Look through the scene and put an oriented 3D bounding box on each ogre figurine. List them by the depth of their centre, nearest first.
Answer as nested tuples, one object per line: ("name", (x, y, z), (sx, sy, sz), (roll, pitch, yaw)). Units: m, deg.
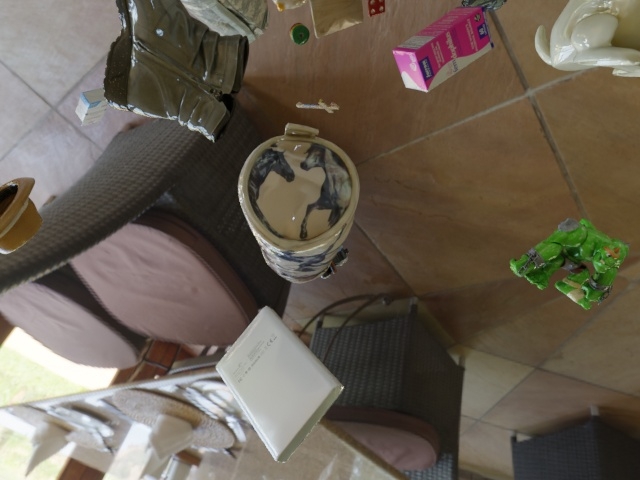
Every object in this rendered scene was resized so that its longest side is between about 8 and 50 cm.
("ogre figurine", (0.407, 0.031, 0.745), (0.196, 0.097, 0.118), (26, 114, -3))

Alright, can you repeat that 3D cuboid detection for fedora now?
("fedora", (-0.609, -0.037, 0.913), (0.194, 0.195, 0.079), (-6, 140, 28))

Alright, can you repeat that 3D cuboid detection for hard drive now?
("hard drive", (-0.106, 0.314, 1.075), (0.307, 0.203, 0.040), (37, 177, 44))

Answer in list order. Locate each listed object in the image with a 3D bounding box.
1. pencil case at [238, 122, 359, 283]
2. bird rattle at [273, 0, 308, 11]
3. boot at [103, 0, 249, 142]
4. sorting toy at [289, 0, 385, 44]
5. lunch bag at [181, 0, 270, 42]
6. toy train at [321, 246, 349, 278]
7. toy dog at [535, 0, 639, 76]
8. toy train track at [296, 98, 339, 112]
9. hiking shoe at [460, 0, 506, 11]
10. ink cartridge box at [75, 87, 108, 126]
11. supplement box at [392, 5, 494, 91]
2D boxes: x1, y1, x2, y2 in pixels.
("pencil case", (-0.035, -0.038, 0.782), (0.159, 0.184, 0.410), (-5, 170, -4))
("bird rattle", (-0.095, -0.907, 1.658), (0.253, 0.207, 0.143), (-16, 159, -4))
("boot", (-0.156, -0.253, 0.555), (0.161, 0.083, 0.247), (15, 109, 2))
("sorting toy", (0.040, -0.593, 1.147), (0.274, 0.046, 0.132), (-24, 138, -8))
("lunch bag", (-0.254, -0.615, 1.076), (0.212, 0.305, 0.256), (-24, 87, 16))
("toy train", (0.000, 0.000, 1.154), (0.105, 0.080, 0.184), (-26, 98, -2))
("toy dog", (0.768, -0.640, 1.175), (0.284, 0.395, 0.409), (2, 108, -21))
("toy train track", (-0.005, -0.245, 0.840), (0.083, 0.014, 0.048), (9, 178, 25))
("hiking shoe", (0.488, -0.770, 1.518), (0.114, 0.086, 0.226), (29, 146, -30))
("ink cartridge box", (-0.460, -0.268, 0.940), (0.083, 0.048, 0.028), (-31, 94, 46))
("supplement box", (0.314, -0.493, 1.199), (0.220, 0.114, 0.111), (-35, 123, -4))
